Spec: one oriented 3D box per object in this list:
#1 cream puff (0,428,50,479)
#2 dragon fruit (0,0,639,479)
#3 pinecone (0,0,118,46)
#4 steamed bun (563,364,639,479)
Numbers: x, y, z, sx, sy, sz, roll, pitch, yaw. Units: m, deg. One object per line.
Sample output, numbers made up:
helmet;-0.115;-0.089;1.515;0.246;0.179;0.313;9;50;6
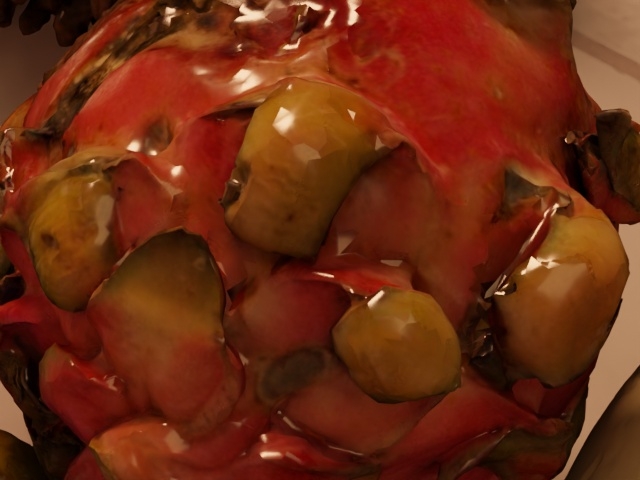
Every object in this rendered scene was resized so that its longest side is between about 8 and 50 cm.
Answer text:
cream puff;-0.122;0.150;0.633;0.146;0.116;0.146;46;14;-15
dragon fruit;0.000;0.000;0.644;0.250;0.269;0.291;38;13;-10
pinecone;-0.134;-0.181;0.800;0.169;0.212;0.185;-25;112;-66
steamed bun;0.199;0.174;0.644;0.312;0.233;0.333;10;57;-39
